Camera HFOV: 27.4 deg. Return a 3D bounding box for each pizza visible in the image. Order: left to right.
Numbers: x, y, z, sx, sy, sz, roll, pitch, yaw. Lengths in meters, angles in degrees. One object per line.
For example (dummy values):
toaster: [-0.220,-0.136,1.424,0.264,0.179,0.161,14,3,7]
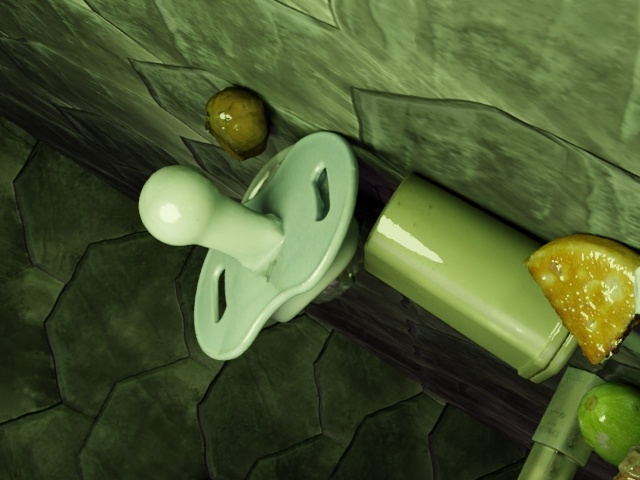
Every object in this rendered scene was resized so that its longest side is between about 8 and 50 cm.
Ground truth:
pizza: [0.270,0.056,1.266,0.178,0.041,0.130,-9,99,57]

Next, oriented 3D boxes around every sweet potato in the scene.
sweet potato: [-0.096,-0.132,1.527,0.081,0.062,0.233,46,174,-3]

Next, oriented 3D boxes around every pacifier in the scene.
pacifier: [-0.092,-0.020,1.431,0.233,0.299,0.244,23,-141,-33]

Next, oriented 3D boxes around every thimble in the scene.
thimble: [-0.001,0.000,1.692,0.098,0.150,0.150,33,171,-20]

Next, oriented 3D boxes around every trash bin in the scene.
trash bin: [0.177,0.042,1.457,0.247,0.121,0.243,32,172,8]

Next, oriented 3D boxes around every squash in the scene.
squash: [0.516,0.318,1.975,0.371,0.118,0.118,33,171,-34]

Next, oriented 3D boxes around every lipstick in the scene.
lipstick: [0.371,0.325,2.038,0.077,0.252,0.079,34,169,-28]

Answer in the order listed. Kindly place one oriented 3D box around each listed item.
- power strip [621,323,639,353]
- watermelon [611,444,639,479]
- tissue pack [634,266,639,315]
power strip: [0.418,0.125,1.314,0.265,0.059,0.193,25,167,30]
watermelon: [0.488,0.423,1.809,0.151,0.264,0.302,-88,-24,-61]
tissue pack: [0.326,0.041,1.081,0.111,0.079,0.085,31,137,-21]
